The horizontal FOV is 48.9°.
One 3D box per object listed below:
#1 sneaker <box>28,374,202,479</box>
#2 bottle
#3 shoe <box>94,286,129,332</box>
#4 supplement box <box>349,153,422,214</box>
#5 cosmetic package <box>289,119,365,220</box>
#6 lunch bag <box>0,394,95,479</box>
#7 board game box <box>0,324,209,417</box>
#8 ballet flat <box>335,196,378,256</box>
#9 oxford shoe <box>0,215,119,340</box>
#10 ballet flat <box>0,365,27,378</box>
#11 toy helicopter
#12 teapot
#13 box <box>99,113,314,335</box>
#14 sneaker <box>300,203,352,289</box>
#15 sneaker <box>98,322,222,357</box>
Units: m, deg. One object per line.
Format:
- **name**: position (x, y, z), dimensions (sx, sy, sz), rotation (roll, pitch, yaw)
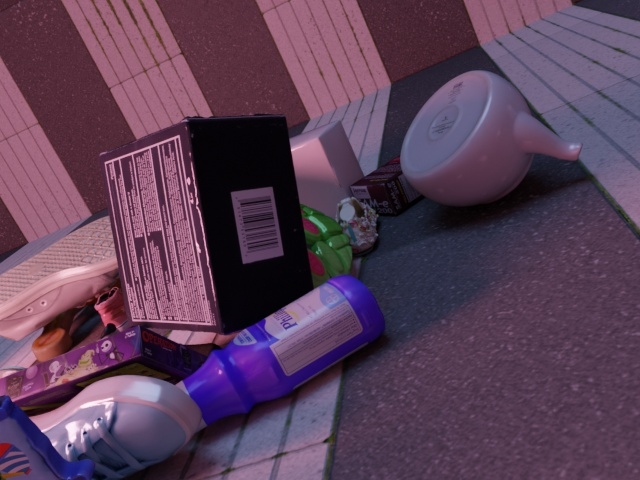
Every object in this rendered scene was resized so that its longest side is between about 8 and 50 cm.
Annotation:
- **sneaker**: position (-0.299, 0.281, 0.843), dimensions (0.366, 0.135, 0.150), rotation (-26, 31, 26)
- **bottle**: position (-0.057, 0.148, 0.919), dimensions (0.283, 0.092, 0.118), rotation (-29, 14, -12)
- **shoe**: position (-0.418, 0.129, 1.524), dimensions (0.063, 0.081, 0.178), rotation (-18, 18, 25)
- **supplement box**: position (0.193, -0.140, 1.465), dimensions (0.239, 0.073, 0.130), rotation (-32, 17, -24)
- **cosmetic package**: position (-0.096, -0.111, 1.588), dimensions (0.365, 0.197, 0.155), rotation (-16, 18, 25)
- **lunch bag**: position (-0.353, 0.285, 0.711), dimensions (0.293, 0.221, 0.138), rotation (-24, 17, 7)
- **board game box**: position (-0.331, 0.217, 0.966), dimensions (0.347, 0.208, 0.056), rotation (-21, 57, 14)
- **ballet flat**: position (0.065, -0.042, 1.349), dimensions (0.091, 0.077, 0.241), rotation (-25, 16, 4)
- **oxford shoe**: position (-0.524, 0.075, 1.525), dimensions (0.449, 0.130, 0.169), rotation (-29, 39, -2)
- **ballet flat**: position (-0.568, 0.270, 1.232), dimensions (0.213, 0.072, 0.068), rotation (-17, 48, 38)
- **toy helicopter**: position (-0.592, 0.167, 1.653), dimensions (0.235, 0.140, 0.355), rotation (-17, 27, -4)
- **teapot**: position (0.272, -0.152, 1.217), dimensions (0.252, 0.187, 0.256), rotation (-48, 27, 20)
- **box**: position (-0.180, -0.021, 1.085), dimensions (0.183, 0.296, 0.294), rotation (-11, 4, -41)
- **sneaker**: position (-0.112, 0.022, 1.295), dimensions (0.185, 0.202, 0.483), rotation (1, 15, -37)
- **sneaker**: position (-0.273, 0.176, 1.078), dimensions (0.229, 0.132, 0.086), rotation (-23, 17, 11)
